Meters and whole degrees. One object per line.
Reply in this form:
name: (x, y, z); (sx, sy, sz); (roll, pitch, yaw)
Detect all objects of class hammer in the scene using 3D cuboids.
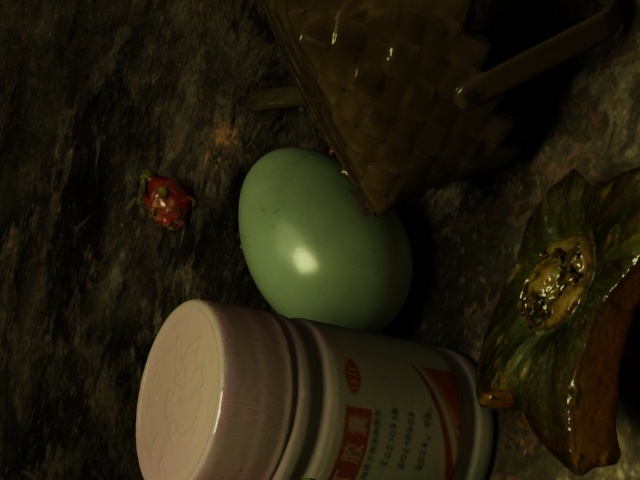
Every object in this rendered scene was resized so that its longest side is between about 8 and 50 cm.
hammer: (-0.024, -0.208, 1.744); (0.365, 0.043, 0.111); (5, 83, 62)

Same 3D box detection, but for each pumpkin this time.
pumpkin: (0.239, 0.047, 1.114); (0.290, 0.095, 0.258); (-65, 18, 2)

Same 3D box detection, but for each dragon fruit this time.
dragon fruit: (-0.259, -0.071, 2.049); (0.081, 0.086, 0.116); (-45, 47, 6)

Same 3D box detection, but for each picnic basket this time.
picnic basket: (0.119, -0.220, 1.281); (0.321, 0.291, 0.254); (-26, 38, -1)

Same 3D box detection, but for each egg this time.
egg: (0.000, 0.000, 1.446); (0.264, 0.183, 0.183); (55, 127, 32)

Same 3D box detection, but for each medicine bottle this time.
medicine bottle: (-0.006, 0.183, 1.259); (0.202, 0.315, 0.202); (-33, 50, 52)

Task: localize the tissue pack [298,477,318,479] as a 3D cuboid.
tissue pack: (-0.017, 0.331, 1.159); (0.228, 0.311, 0.128); (-24, 58, 20)

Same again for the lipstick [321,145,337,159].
lipstick: (0.028, -0.087, 1.561); (0.241, 0.080, 0.080); (-39, 46, 48)

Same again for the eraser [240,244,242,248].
eraser: (-0.030, 0.015, 1.611); (0.023, 0.104, 0.150); (-41, 4, -41)

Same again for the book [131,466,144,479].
book: (-0.237, 0.428, 1.872); (0.157, 0.026, 0.231); (-43, 44, 41)
